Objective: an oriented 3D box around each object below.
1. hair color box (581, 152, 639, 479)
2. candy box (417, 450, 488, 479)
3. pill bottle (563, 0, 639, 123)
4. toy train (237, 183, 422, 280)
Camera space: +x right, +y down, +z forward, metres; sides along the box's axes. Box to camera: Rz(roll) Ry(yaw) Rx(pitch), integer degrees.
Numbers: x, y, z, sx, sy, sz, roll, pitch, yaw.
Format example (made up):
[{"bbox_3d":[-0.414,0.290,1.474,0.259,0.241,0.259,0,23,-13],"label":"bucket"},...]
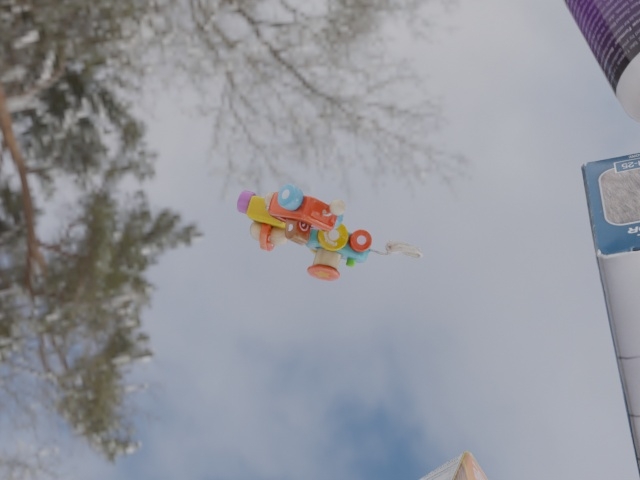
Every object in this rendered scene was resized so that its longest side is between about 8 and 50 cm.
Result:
[{"bbox_3d":[0.276,0.104,0.837,0.174,0.347,0.105,-10,-147,12],"label":"hair color box"},{"bbox_3d":[0.107,0.274,0.971,0.087,0.183,0.316,-32,176,10],"label":"candy box"},{"bbox_3d":[0.238,-0.146,0.940,0.108,0.108,0.193,-14,-119,-13],"label":"pill bottle"},{"bbox_3d":[0.000,0.000,1.097,0.125,0.166,0.046,10,-101,42],"label":"toy train"}]
